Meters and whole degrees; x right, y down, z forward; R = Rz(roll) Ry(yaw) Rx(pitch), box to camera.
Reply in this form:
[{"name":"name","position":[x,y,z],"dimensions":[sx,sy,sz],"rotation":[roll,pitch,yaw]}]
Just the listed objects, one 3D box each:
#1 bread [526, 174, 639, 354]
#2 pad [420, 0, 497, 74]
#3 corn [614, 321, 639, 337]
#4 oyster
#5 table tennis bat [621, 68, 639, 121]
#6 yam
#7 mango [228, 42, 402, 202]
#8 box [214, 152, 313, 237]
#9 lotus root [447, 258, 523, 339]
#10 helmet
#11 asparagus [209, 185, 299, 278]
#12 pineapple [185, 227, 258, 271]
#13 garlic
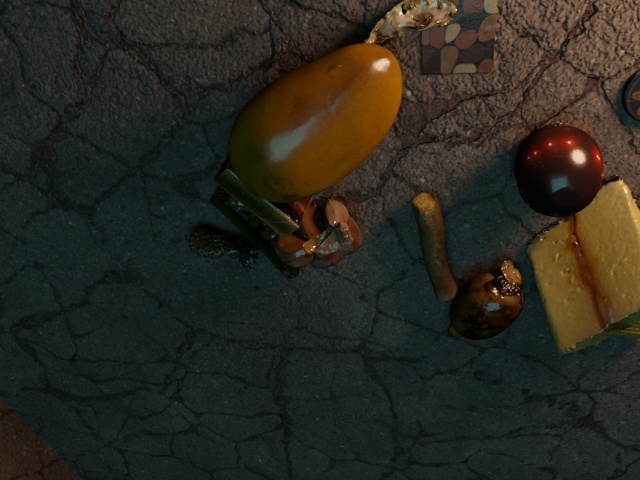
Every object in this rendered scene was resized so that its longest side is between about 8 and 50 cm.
[{"name":"bread","position":[0.731,0.077,1.669],"dimensions":[0.346,0.242,0.404],"rotation":[-27,78,36]},{"name":"pad","position":[0.293,-0.463,1.340],"dimensions":[0.158,0.003,0.234],"rotation":[1,130,10]},{"name":"corn","position":[0.858,0.237,1.792],"dimensions":[0.166,0.063,0.085],"rotation":[2,152,12]},{"name":"oyster","position":[0.185,-0.473,1.329],"dimensions":[0.200,0.061,0.106],"rotation":[-2,107,15]},{"name":"table tennis bat","position":[0.771,-0.331,1.348],"dimensions":[0.237,0.027,0.150],"rotation":[-17,125,26]},{"name":"yam","position":[0.315,0.030,1.711],"dimensions":[0.081,0.081,0.356],"rotation":[-9,129,18]},{"name":"mango","position":[-0.007,-0.260,1.405],"dimensions":[0.446,0.232,0.300],"rotation":[-38,143,22]},{"name":"box","position":[-0.135,-0.142,1.590],"dimensions":[0.240,0.159,0.071],"rotation":[40,136,-21]},{"name":"lotus root","position":[0.461,0.192,1.774],"dimensions":[0.170,0.141,0.314],"rotation":[21,131,-11]},{"name":"helmet","position":[0.543,-0.162,1.442],"dimensions":[0.190,0.193,0.215],"rotation":[-2,87,12]},{"name":"asparagus","position":[-0.146,-0.029,1.731],"dimensions":[0.129,0.108,0.382],"rotation":[-25,123,27]},{"name":"pineapple","position":[-0.283,0.022,1.813],"dimensions":[0.222,0.083,0.103],"rotation":[16,143,-3]},{"name":"garlic","position":[0.000,0.000,1.664],"dimensions":[0.214,0.191,0.160],"rotation":[-38,117,11]}]
